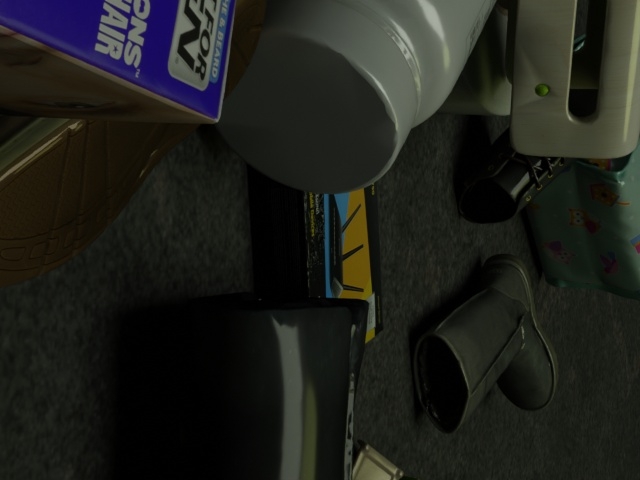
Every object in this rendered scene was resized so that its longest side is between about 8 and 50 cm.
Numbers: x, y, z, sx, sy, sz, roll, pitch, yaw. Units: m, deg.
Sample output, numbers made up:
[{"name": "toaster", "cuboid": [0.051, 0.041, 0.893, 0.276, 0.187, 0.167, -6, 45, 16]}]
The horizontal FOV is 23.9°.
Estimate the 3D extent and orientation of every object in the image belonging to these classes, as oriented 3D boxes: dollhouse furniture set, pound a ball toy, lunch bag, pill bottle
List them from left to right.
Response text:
[{"name": "pill bottle", "cuboid": [0.036, -0.173, 1.040, 0.283, 0.160, 0.160, -62, 146, -41]}, {"name": "dollhouse furniture set", "cuboid": [0.047, 0.231, 1.295, 0.151, 0.058, 0.076, 41, 63, -37]}, {"name": "pound a ball toy", "cuboid": [0.225, -0.255, 1.235, 0.208, 0.135, 0.319, -83, 174, -54]}, {"name": "lunch bag", "cuboid": [0.330, -0.104, 1.686, 0.262, 0.160, 0.223, -61, 145, -31]}]

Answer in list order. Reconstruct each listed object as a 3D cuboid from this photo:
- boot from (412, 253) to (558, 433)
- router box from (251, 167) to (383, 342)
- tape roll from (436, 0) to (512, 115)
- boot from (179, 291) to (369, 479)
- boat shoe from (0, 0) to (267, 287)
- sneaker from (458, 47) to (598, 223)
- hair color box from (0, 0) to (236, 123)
[{"name": "boot", "cuboid": [0.163, 0.127, 1.464, 0.190, 0.076, 0.208, 69, 26, -18]}, {"name": "router box", "cuboid": [0.000, 0.000, 1.127, 0.133, 0.046, 0.179, -31, 122, -60]}, {"name": "tape roll", "cuboid": [0.143, -0.305, 1.353, 0.392, 0.072, 0.392, 4, 90, -65]}, {"name": "boot", "cuboid": [-0.042, 0.253, 0.891, 0.367, 0.146, 0.445, 166, -67, -88]}, {"name": "boat shoe", "cuboid": [-0.131, -0.074, 0.813, 0.285, 0.089, 0.104, -48, 162, -49]}, {"name": "sneaker", "cuboid": [0.223, -0.095, 1.428, 0.222, 0.083, 0.118, -48, -179, 43]}, {"name": "hair color box", "cuboid": [-0.186, -0.128, 0.548, 0.339, 0.185, 0.110, 15, 81, -64]}]
